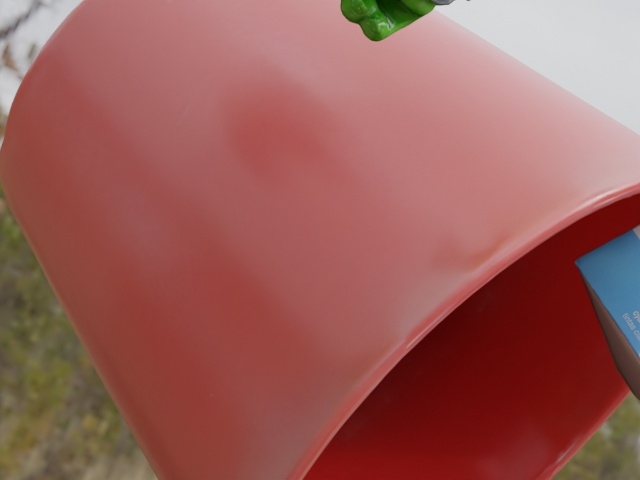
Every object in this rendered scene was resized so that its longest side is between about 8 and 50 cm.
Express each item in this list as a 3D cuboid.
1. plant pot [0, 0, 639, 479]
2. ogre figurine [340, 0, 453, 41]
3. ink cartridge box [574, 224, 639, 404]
[{"bbox_3d":[0.000,0.000,0.856,0.243,0.275,0.275,45,7,26],"label":"plant pot"},{"bbox_3d":[0.048,-0.160,0.586,0.118,0.197,0.097,5,7,25],"label":"ogre figurine"},{"bbox_3d":[0.195,0.028,0.767,0.090,0.143,0.092,63,2,41],"label":"ink cartridge box"}]
